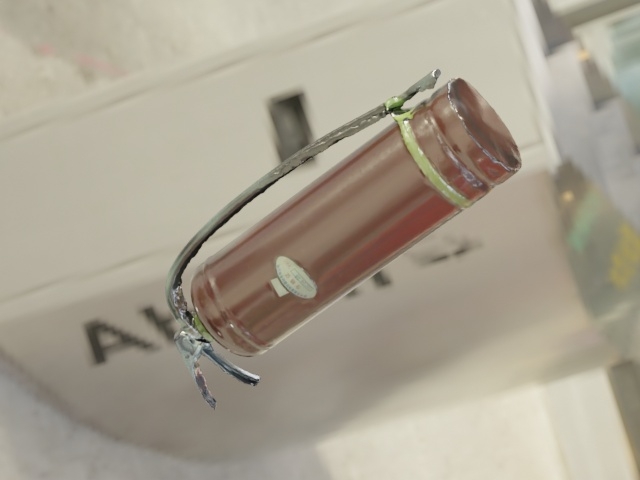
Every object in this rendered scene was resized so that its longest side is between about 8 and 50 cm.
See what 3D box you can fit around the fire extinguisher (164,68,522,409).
[{"bbox_3d":[0.000,0.000,0.748,0.064,0.158,0.043,49,19,-16],"label":"fire extinguisher"}]
